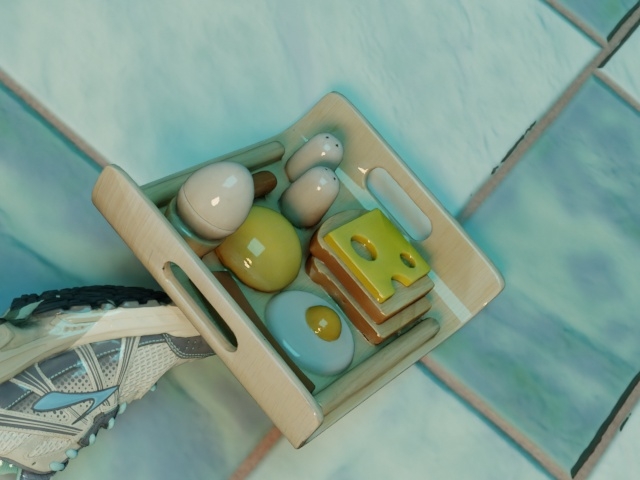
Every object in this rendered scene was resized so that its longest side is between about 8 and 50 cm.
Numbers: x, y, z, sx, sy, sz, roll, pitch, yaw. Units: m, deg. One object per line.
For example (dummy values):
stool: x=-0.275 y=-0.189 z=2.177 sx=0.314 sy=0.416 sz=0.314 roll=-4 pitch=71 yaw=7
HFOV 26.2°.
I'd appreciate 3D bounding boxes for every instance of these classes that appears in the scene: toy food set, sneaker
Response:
toy food set: x=0.000 y=0.000 z=1.001 sx=0.220 sy=0.092 sz=0.306 roll=49 pitch=34 yaw=10
sneaker: x=-0.188 y=0.101 z=0.939 sx=0.283 sy=0.110 sz=0.122 roll=-9 pitch=100 yaw=-37
